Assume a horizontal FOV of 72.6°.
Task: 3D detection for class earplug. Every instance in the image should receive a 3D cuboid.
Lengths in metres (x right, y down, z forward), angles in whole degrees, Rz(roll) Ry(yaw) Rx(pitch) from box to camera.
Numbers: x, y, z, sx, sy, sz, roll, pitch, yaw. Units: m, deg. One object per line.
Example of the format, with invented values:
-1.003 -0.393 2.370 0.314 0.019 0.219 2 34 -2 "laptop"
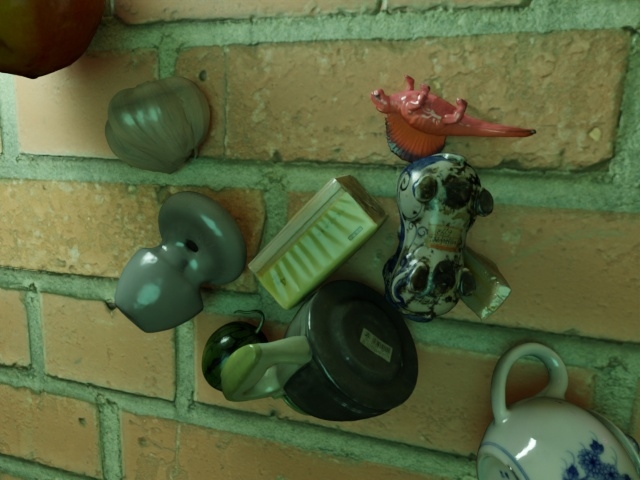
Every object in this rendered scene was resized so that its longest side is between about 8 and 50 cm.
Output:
-0.287 0.050 0.890 0.214 0.175 0.325 42 107 3 "earplug"

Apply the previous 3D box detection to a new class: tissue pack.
0.000 0.000 0.808 0.234 0.159 0.125 -44 86 18 "tissue pack"

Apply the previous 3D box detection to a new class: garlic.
-0.338 -0.235 0.876 0.229 0.143 0.178 -30 89 10 "garlic"

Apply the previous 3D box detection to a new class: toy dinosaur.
0.213 -0.188 0.775 0.286 0.070 0.138 26 116 7 "toy dinosaur"

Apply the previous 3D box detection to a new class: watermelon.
-0.165 0.228 0.906 0.141 0.141 0.187 39 103 6 "watermelon"

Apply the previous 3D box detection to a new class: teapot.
0.001 0.240 0.783 0.239 0.322 0.239 51 128 8 "teapot"
0.420 0.382 0.729 0.280 0.252 0.423 -12 71 -15 "teapot"

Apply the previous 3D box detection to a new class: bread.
0.254 0.061 0.755 0.105 0.152 0.077 33 106 3 "bread"

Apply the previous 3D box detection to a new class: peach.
-0.570 -0.494 0.816 0.373 0.290 0.372 4 104 18 "peach"

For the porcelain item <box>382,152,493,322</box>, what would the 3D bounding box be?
0.186 -0.005 0.762 0.138 0.186 0.287 8 89 -11 "porcelain item"
